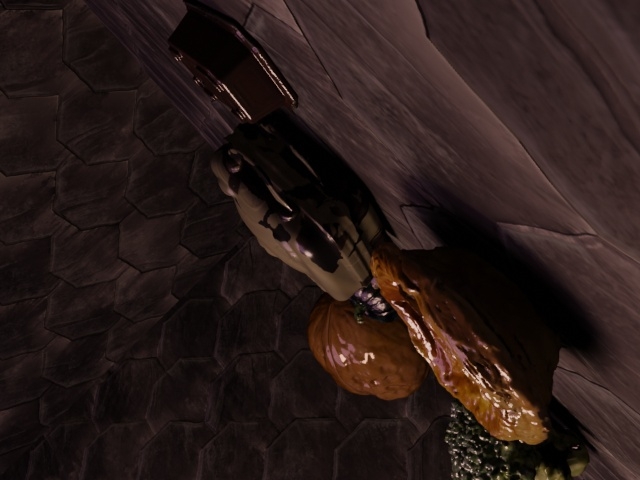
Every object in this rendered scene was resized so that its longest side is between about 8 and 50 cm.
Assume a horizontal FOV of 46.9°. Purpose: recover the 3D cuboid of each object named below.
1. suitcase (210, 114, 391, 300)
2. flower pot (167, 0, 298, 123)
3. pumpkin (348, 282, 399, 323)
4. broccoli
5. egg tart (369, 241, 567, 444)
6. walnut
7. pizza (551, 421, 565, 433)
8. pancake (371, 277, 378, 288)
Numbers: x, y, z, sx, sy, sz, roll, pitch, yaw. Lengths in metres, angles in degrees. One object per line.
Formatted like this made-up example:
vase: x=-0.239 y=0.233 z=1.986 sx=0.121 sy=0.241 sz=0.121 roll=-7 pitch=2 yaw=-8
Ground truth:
suitcase: x=-0.053 y=-0.073 z=1.366 sx=0.351 sy=0.194 sz=0.339 roll=42 pitch=173 yaw=32
flower pot: x=-0.151 y=-0.269 z=1.152 sx=0.251 sy=0.084 sz=0.179 roll=40 pitch=174 yaw=47
pumpkin: x=0.134 y=0.124 z=1.856 sx=0.194 sy=0.150 sz=0.194 roll=157 pitch=90 yaw=-85
broccoli: x=0.418 y=0.454 z=1.521 sx=0.293 sy=0.281 sz=0.347 roll=178 pitch=88 yaw=-74
egg tart: x=0.210 y=0.120 z=0.997 sx=0.352 sy=0.150 sz=0.352 roll=50 pitch=174 yaw=7
walnut: x=0.148 y=0.279 z=2.113 sx=0.354 sy=0.307 sz=0.398 roll=-3 pitch=143 yaw=37
pizza: x=0.504 y=0.423 z=1.728 sx=0.198 sy=0.062 sz=0.188 roll=52 pitch=162 yaw=-12
pancake: x=0.074 y=0.015 z=1.535 sx=0.184 sy=0.020 sz=0.190 roll=-7 pitch=105 yaw=48
